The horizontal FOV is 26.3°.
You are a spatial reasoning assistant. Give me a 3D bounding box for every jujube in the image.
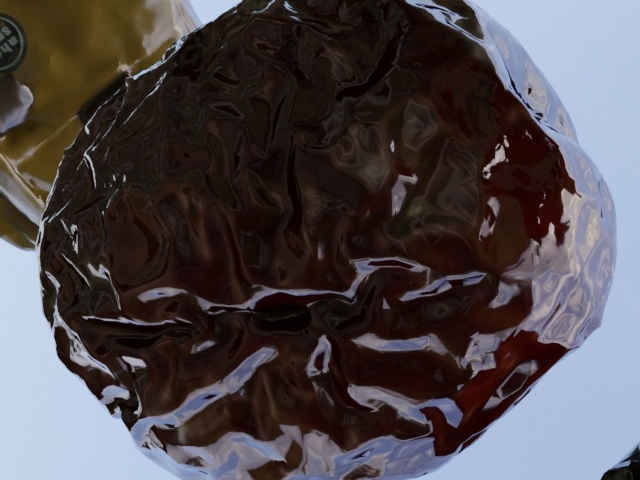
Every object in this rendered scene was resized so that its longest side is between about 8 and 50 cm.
[{"bbox_3d":[0.000,0.000,0.589,0.232,0.213,0.213,-34,-136,19],"label":"jujube"}]

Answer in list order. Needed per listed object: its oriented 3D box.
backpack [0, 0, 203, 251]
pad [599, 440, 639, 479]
[{"bbox_3d":[-0.253,-0.169,1.373,0.353,0.378,0.201,-47,-151,-13],"label":"backpack"},{"bbox_3d":[0.140,0.166,0.630,0.022,0.233,0.174,11,-88,19],"label":"pad"}]
